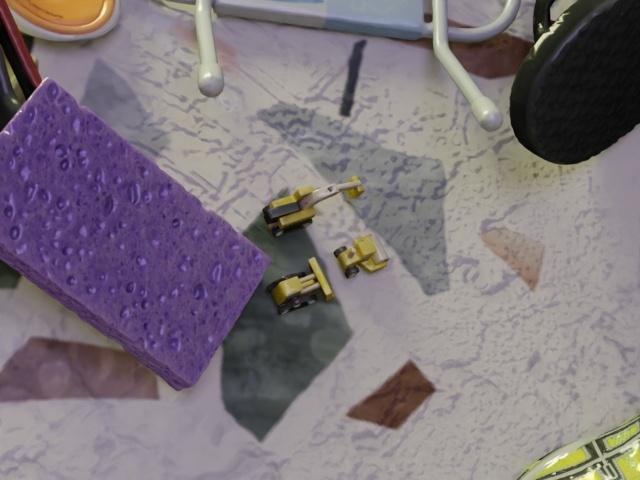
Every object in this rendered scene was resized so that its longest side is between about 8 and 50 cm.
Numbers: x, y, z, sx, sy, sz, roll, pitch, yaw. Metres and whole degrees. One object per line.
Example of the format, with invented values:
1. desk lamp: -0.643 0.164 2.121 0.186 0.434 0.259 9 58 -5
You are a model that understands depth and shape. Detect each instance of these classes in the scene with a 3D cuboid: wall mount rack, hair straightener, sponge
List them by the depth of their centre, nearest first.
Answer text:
1. sponge: -0.142 -0.003 0.876 0.210 0.031 0.117 40 62 -18
2. hair straightener: -0.229 -0.105 0.880 0.089 0.047 0.230 -26 99 -38
3. wall mount rack: 0.012 -0.204 0.989 0.350 0.130 0.304 5 65 -11

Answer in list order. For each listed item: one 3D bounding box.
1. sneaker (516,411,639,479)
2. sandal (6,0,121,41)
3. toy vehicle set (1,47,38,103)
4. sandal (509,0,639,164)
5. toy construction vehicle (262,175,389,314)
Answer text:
1. sneaker: 0.249 0.166 0.874 0.385 0.147 0.145 -38 82 -24
2. sandal: -0.225 -0.278 0.992 0.102 0.076 0.265 -11 70 -18
3. toy vehicle set: -0.360 -0.130 0.914 0.267 0.035 0.166 31 63 1
4. sandal: 0.274 -0.207 1.064 0.107 0.167 0.446 30 52 29
5. toy construction vehicle: 0.000 0.000 0.947 0.098 0.035 0.086 -17 72 -21
